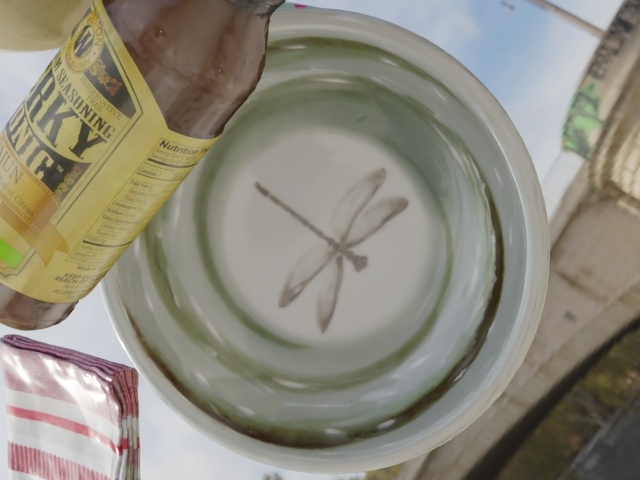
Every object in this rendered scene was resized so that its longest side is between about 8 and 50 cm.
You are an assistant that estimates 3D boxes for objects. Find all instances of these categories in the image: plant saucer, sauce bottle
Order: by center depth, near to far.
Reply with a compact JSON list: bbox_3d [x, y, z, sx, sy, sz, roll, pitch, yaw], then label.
[{"bbox_3d":[-0.110,-0.091,0.692,0.344,0.111,0.111,-49,-16,23],"label":"sauce bottle"},{"bbox_3d":[0.000,0.000,0.994,0.400,0.400,0.100,-62,-7,16],"label":"plant saucer"}]

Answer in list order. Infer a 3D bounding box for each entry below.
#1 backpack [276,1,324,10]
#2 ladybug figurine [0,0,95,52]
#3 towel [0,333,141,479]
[{"bbox_3d":[-0.061,-0.151,1.254,0.253,0.225,0.191,111,161,-63],"label":"backpack"},{"bbox_3d":[-0.182,-0.354,0.764,0.162,0.305,0.449,114,165,-78],"label":"ladybug figurine"},{"bbox_3d":[-0.291,0.284,1.292,0.037,0.237,0.329,-10,-78,-47],"label":"towel"}]
